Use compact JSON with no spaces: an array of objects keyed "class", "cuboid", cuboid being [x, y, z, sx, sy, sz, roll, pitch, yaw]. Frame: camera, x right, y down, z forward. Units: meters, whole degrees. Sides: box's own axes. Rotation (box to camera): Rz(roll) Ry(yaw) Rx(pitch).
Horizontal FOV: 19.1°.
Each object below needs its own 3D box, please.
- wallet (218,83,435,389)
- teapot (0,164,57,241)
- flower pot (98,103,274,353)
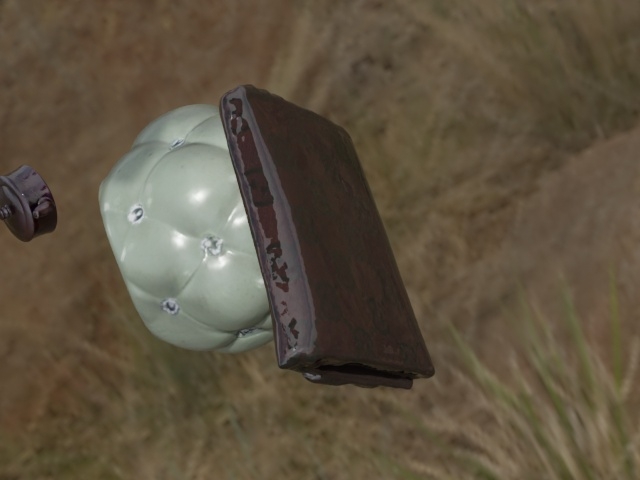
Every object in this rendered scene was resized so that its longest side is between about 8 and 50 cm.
[{"class":"wallet","cuboid":[0.000,0.000,1.444,0.049,0.182,0.229,-28,67,29]},{"class":"teapot","cuboid":[-0.274,-0.032,1.725,0.045,0.068,0.100,-26,22,-34]},{"class":"flower pot","cuboid":[-0.099,-0.011,1.831,0.195,0.246,0.246,-20,41,1]}]
